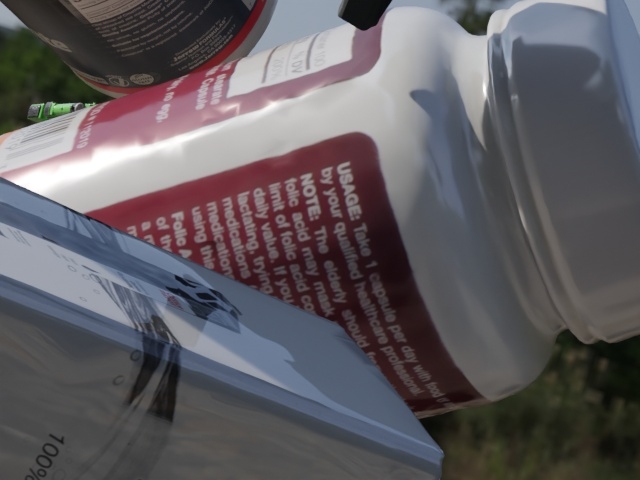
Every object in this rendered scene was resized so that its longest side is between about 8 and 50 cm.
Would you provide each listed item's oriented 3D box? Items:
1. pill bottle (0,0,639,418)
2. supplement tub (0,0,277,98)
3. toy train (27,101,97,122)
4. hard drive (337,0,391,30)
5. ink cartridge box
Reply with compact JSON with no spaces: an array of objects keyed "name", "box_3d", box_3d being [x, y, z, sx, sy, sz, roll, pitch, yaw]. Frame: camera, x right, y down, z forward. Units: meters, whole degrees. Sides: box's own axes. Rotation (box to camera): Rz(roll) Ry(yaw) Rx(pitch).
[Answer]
[{"name":"pill bottle","box_3d":[0.000,0.000,0.987,0.392,0.224,0.224,-15,-10,18]},{"name":"supplement tub","box_3d":[-0.156,-0.232,1.244,0.191,0.191,0.272,18,-14,26]},{"name":"toy train","box_3d":[-0.199,-0.099,1.358,0.023,0.017,0.083,21,-13,-36]},{"name":"hard drive","box_3d":[0.051,-0.167,0.833,0.022,0.094,0.135,32,-24,2]},{"name":"ink cartridge box","box_3d":[-0.128,0.084,0.568,0.273,0.197,0.114,25,13,-27]}]
